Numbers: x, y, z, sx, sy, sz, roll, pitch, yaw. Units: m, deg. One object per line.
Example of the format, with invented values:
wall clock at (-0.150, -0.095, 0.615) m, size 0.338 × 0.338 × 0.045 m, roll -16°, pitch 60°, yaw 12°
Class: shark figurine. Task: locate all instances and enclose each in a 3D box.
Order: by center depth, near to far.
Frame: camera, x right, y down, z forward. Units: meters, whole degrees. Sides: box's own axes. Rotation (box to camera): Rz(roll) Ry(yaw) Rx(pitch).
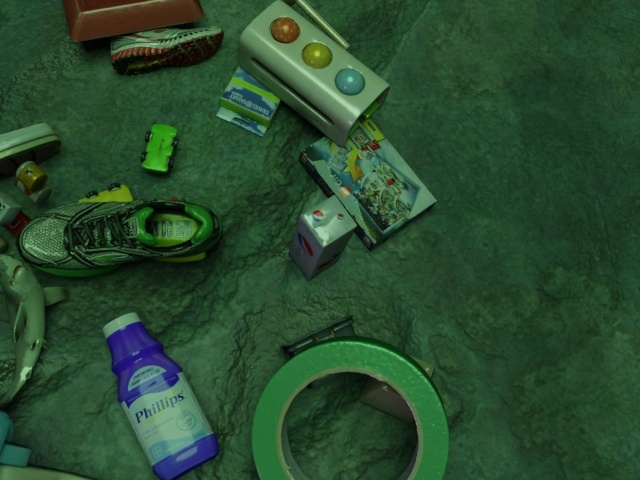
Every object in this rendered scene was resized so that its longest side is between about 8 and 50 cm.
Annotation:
shark figurine at (-0.527, 0.163, 1.367) m, size 0.116 × 0.166 × 0.278 m, roll 6°, pitch 88°, yaw 20°

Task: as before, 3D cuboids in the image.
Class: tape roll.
tape roll at (0.050, 0.321, 1.325) m, size 0.321 × 0.077 × 0.321 m, roll 0°, pitch 90°, yaw 7°

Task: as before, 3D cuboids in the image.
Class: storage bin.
storage bin at (0.013, 0.199, 1.420) m, size 0.135 × 0.098 × 0.091 m, roll -24°, pitch 87°, yaw -15°

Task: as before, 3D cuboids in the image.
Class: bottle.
bottle at (-0.278, 0.258, 1.353) m, size 0.118 × 0.092 × 0.282 m, roll -26°, pitch 77°, yaw -13°

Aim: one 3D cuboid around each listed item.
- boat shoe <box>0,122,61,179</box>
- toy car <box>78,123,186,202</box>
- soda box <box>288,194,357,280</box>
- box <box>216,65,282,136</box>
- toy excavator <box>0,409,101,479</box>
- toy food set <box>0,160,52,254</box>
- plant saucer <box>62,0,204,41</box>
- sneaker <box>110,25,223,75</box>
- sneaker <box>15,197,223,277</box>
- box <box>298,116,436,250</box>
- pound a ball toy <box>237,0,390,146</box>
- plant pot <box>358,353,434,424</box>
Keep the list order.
boat shoe at (-0.624, -0.155, 1.436) m, size 0.302 × 0.113 × 0.103 m, roll -24°, pitch 82°, yaw -14°
toy car at (-0.310, -0.108, 1.495) m, size 0.239 × 0.053 × 0.225 m, roll 11°, pitch 70°, yaw -5°
soda box at (0.000, 0.000, 1.414) m, size 0.074 × 0.216 × 0.069 m, roll -33°, pitch 80°, yaw -16°
box at (-0.122, -0.305, 1.594) m, size 0.109 × 0.042 × 0.178 m, roll 25°, pitch 69°, yaw 1°
toy excavator at (-0.483, 0.339, 1.193) m, size 0.433 × 0.445 × 0.222 m, roll 5°, pitch 74°, yaw 29°
toy food set at (-0.571, -0.060, 1.403) m, size 0.104 × 0.111 × 0.232 m, roll 41°, pitch 102°, yaw 7°
plant saucer at (-0.384, -0.513, 1.587) m, size 0.258 × 0.047 × 0.259 m, roll -13°, pitch 57°, yaw -12°
sneaker at (-0.302, -0.397, 1.576) m, size 0.225 × 0.088 × 0.092 m, roll -11°, pitch 72°, yaw -11°
sneaker at (-0.340, -0.022, 1.359) m, size 0.344 × 0.146 × 0.134 m, roll -8°, pitch 81°, yaw -7°
box at (0.090, -0.117, 1.558) m, size 0.159 × 0.044 × 0.233 m, roll -34°, pitch 79°, yaw -17°
pound a ball toy at (-0.006, -0.367, 1.538) m, size 0.319 × 0.136 × 0.208 m, roll 40°, pitch 69°, yaw 7°
plant pot at (0.143, 0.249, 1.414) m, size 0.109 × 0.096 × 0.109 m, roll 24°, pitch 71°, yaw 1°
